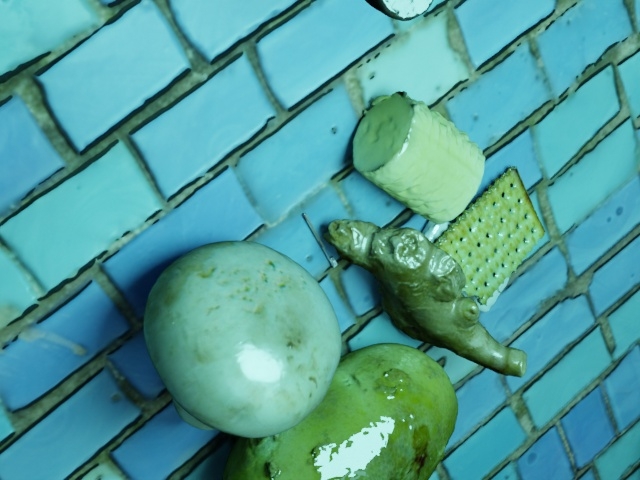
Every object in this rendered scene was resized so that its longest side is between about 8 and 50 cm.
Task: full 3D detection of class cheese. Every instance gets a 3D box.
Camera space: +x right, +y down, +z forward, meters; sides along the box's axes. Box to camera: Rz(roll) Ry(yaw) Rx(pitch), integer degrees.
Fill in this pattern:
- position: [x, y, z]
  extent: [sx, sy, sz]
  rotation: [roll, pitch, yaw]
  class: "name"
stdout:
- position: [0.125, -0.104, 1.164]
  extent: [0.167, 0.094, 0.123]
  rotation: [28, 84, -41]
  class: "cheese"

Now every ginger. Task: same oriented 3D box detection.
- position: [0.137, 0.072, 1.219]
  extent: [0.333, 0.166, 0.080]
  rotation: [44, 61, -32]
  class: "ginger"

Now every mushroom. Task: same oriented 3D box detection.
- position: [-0.106, 0.129, 1.069]
  extent: [0.243, 0.243, 0.243]
  rotation: [-13, 117, -27]
  class: "mushroom"

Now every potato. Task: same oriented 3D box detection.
- position: [0.026, 0.283, 1.196]
  extent: [0.359, 0.219, 0.270]
  rotation: [-52, 137, -11]
  class: "potato"

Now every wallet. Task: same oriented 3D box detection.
- position: [0.202, 0.037, 1.310]
  extent: [0.190, 0.033, 0.095]
  rotation: [25, 97, -36]
  class: "wallet"

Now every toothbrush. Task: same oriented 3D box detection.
- position: [0.000, 0.000, 1.181]
  extent: [0.008, 0.006, 0.097]
  rotation: [-40, 126, -13]
  class: "toothbrush"

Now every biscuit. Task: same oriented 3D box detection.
- position: [0.239, 0.005, 1.291]
  extent: [0.203, 0.016, 0.144]
  rotation: [-45, 120, -22]
  class: "biscuit"

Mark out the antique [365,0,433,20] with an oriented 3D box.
- position: [0.103, -0.379, 0.933]
  extent: [0.322, 0.255, 0.185]
  rotation: [-37, 122, -9]
  class: "antique"
